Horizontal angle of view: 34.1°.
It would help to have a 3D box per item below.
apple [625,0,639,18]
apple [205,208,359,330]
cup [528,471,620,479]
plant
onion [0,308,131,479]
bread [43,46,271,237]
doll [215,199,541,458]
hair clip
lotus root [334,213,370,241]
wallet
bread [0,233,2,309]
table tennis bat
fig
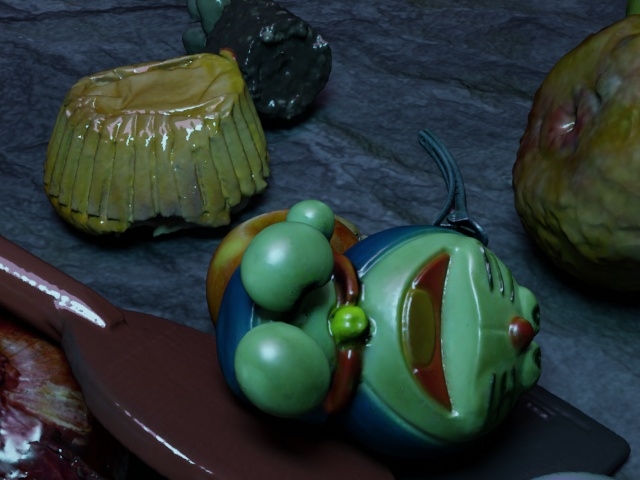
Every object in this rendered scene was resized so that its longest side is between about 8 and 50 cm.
[{"bbox_3d":[0.484,-0.219,1.191,0.279,0.279,0.279,-2,41,2],"label":"apple"},{"bbox_3d":[-0.031,0.050,1.020,0.163,0.139,0.163,-5,26,2],"label":"apple"},{"bbox_3d":[0.184,0.302,0.679,0.203,0.203,0.288,-2,34,3],"label":"cup"},{"bbox_3d":[-0.105,-0.261,1.380,0.146,0.149,0.274,-41,41,-2],"label":"plant"},{"bbox_3d":[-0.272,0.157,0.848,0.252,0.219,0.252,6,44,-6],"label":"onion"},{"bbox_3d":[-0.196,-0.116,1.214,0.274,0.149,0.274,-5,38,4],"label":"bread"},{"bbox_3d":[0.051,0.077,0.875,0.322,0.186,0.198,15,73,-28],"label":"doll"},{"bbox_3d":[0.145,-0.064,1.216,0.070,0.039,0.229,-2,36,1],"label":"hair clip"},{"bbox_3d":[0.000,0.000,1.128,0.152,0.063,0.072,8,32,20],"label":"lotus root"},{"bbox_3d":[0.147,0.215,0.892,0.244,0.025,0.124,-33,48,-30],"label":"wallet"},{"bbox_3d":[-0.395,0.071,1.033,0.212,0.142,0.224,-32,47,-9],"label":"bread"},{"bbox_3d":[-0.116,0.114,0.849,0.415,0.051,0.268,31,11,5],"label":"table tennis bat"},{"bbox_3d":[0.387,-0.047,1.057,0.369,0.286,0.286,30,39,-16],"label":"fig"}]
